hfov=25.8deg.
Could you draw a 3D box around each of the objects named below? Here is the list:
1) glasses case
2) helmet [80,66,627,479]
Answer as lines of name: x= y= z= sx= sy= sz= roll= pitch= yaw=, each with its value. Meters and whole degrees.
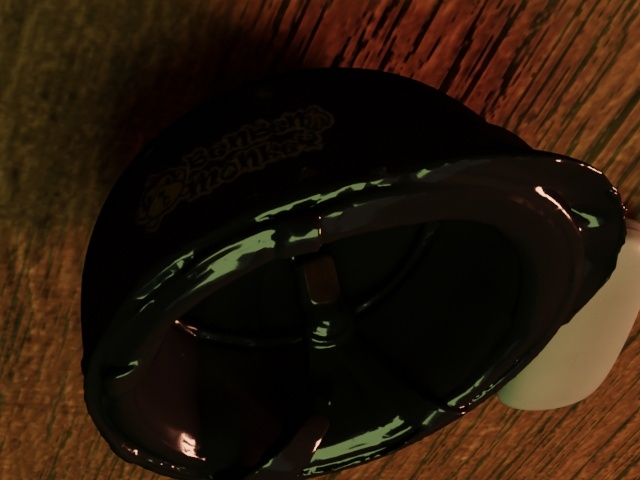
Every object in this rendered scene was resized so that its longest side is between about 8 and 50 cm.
glasses case: x=0.162 y=0.052 z=0.915 sx=0.076 sy=0.049 sz=0.197 roll=-4 pitch=143 yaw=-8
helmet: x=0.000 y=0.000 z=0.719 sx=0.278 sy=0.160 sz=0.230 roll=-30 pitch=141 yaw=6
